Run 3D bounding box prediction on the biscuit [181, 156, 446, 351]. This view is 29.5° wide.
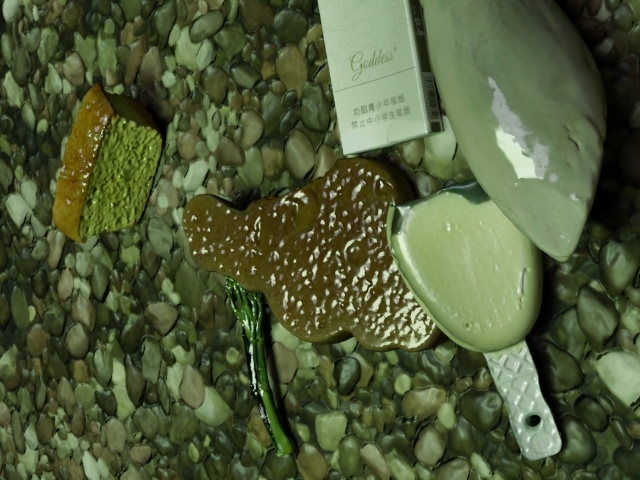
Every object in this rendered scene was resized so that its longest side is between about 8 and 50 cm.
[{"bbox_3d":[-0.003,0.009,1.178,0.320,0.047,0.183,4,87,32],"label":"biscuit"}]

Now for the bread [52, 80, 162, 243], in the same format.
[{"bbox_3d":[-0.240,-0.084,1.373,0.065,0.103,0.187,37,116,35],"label":"bread"}]

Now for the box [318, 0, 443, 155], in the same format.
[{"bbox_3d":[0.052,-0.186,1.140,0.109,0.029,0.198,-11,88,43],"label":"box"}]

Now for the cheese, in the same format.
[{"bbox_3d":[0.149,0.069,1.045,0.127,0.054,0.251,-20,90,14],"label":"cheese"}]

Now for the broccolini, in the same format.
[{"bbox_3d":[-0.065,0.108,1.271,0.054,0.051,0.239,-14,84,-2],"label":"broccolini"}]

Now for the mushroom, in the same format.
[{"bbox_3d":[0.145,-0.147,0.994,0.128,0.128,0.350,-42,62,37],"label":"mushroom"}]
